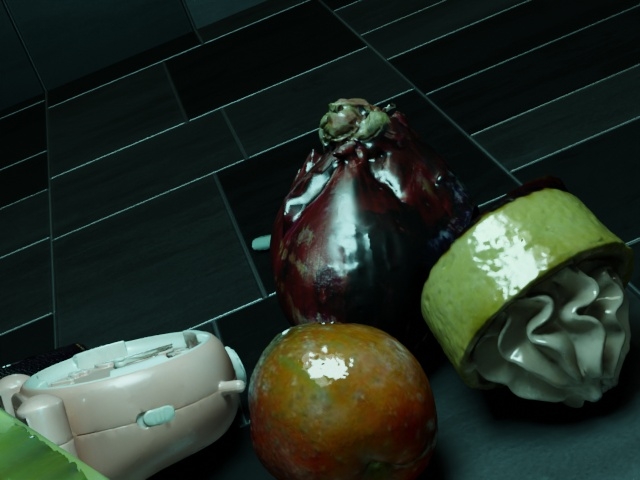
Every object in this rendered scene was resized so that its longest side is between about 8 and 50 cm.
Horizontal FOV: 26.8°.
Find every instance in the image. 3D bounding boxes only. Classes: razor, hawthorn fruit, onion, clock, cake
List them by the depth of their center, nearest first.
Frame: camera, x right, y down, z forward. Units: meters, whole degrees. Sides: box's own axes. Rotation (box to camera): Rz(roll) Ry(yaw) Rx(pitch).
[{"bbox_3d":[0.024,0.154,1.192,0.173,0.173,0.173,-18,23,8],"label":"hawthorn fruit"},{"bbox_3d":[0.212,0.064,1.223,0.208,0.185,0.178,-32,61,-27],"label":"cake"},{"bbox_3d":[-0.187,0.178,1.363,0.241,0.142,0.227,-20,8,-21],"label":"clock"},{"bbox_3d":[0.048,0.015,1.386,0.221,0.281,0.281,3,31,18],"label":"onion"},{"bbox_3d":[-0.003,-0.006,1.718,0.211,0.036,0.084,-3,27,36],"label":"razor"}]

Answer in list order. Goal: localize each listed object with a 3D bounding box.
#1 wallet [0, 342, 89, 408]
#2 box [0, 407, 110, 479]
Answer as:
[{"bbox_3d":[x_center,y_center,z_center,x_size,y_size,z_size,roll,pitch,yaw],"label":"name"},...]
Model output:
[{"bbox_3d":[-0.356,0.206,1.529,0.262,0.071,0.221,-23,21,-19],"label":"wallet"},{"bbox_3d":[-0.127,0.292,0.749,0.138,0.373,0.420,-33,25,-27],"label":"box"}]
